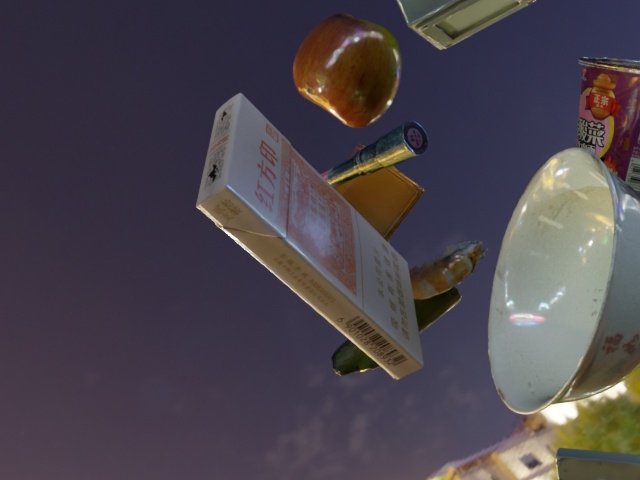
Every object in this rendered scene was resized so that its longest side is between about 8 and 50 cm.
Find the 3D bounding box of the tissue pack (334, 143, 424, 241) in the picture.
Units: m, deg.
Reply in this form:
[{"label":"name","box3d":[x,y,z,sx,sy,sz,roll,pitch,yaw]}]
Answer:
[{"label":"tissue pack","box3d":[0.050,-0.034,1.309,0.145,0.194,0.274,35,-83,-7]}]

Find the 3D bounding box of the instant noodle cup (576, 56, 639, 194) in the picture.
[{"label":"instant noodle cup","box3d":[0.646,-0.203,1.329,0.340,0.340,0.265,-9,-66,-35]}]

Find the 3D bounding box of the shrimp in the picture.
[{"label":"shrimp","box3d":[0.234,0.065,1.627,0.185,0.287,0.068,-53,-54,-31]}]

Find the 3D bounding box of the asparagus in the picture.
[{"label":"asparagus","box3d":[0.175,0.208,1.650,0.382,0.108,0.128,-36,0,-20]}]

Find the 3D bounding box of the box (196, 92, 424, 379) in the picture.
[{"label":"box","box3d":[0.000,-0.001,0.863,0.051,0.204,0.365,-32,-57,24]}]

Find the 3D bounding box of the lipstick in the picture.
[{"label":"lipstick","box3d":[0.073,-0.122,1.106,0.053,0.053,0.234,-4,-13,-38]}]

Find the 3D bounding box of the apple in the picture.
[{"label":"apple","box3d":[0.053,-0.304,1.215,0.196,0.196,0.196,-23,-45,-24]}]

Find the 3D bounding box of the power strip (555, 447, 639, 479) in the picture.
[{"label":"power strip","box3d":[0.702,0.595,1.702,0.061,0.216,0.145,-44,-55,-54]}]

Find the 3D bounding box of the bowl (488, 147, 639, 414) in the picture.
[{"label":"bowl","box3d":[0.443,0.081,1.108,0.196,0.434,0.434,12,-58,-4]}]

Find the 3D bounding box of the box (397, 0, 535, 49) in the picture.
[{"label":"box","box3d":[0.279,-0.478,1.308,0.225,0.117,0.225,-24,-5,25]}]
